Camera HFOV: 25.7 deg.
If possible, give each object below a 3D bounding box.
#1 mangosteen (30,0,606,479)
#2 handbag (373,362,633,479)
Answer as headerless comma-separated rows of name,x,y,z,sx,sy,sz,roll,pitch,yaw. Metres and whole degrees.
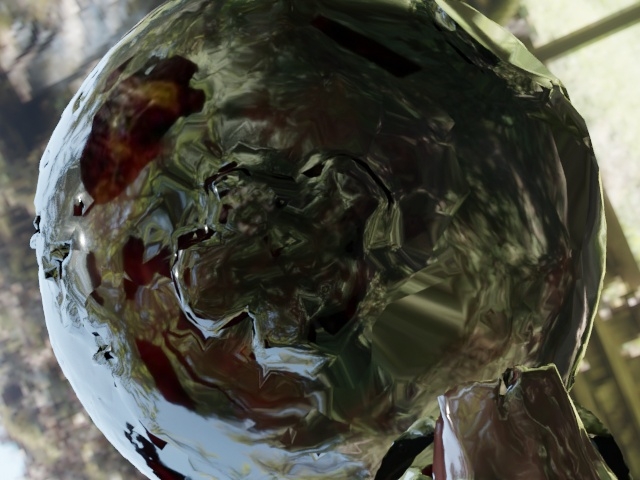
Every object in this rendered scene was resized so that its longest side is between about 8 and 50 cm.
mangosteen,0.008,-0.014,0.947,0.381,0.381,0.421,60,-154,-18
handbag,0.068,0.173,0.427,0.213,0.127,0.235,104,152,-71
